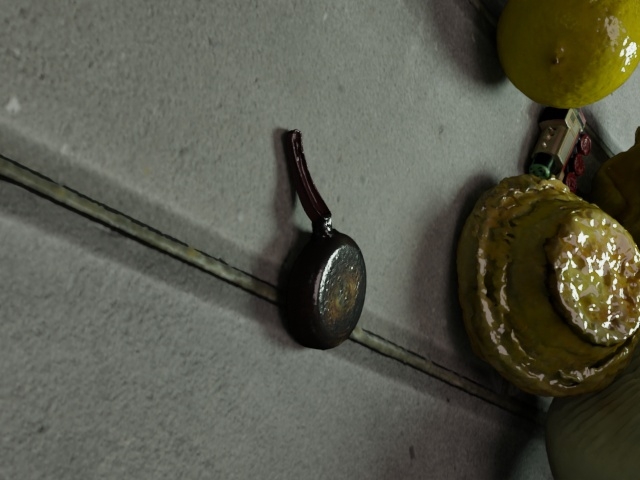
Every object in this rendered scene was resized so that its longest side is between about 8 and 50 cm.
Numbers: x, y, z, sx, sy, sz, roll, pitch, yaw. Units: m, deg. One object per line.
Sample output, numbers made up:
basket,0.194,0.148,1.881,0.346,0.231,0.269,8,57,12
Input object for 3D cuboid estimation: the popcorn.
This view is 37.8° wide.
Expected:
popcorn,0.508,-0.043,1.365,0.316,0.280,0.297,101,-5,-76

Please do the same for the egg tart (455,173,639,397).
egg tart,0.299,0.052,1.126,0.294,0.123,0.294,6,79,-31

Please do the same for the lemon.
lemon,0.308,-0.253,1.149,0.203,0.178,0.178,-42,123,-55

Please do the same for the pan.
pan,0.003,0.000,0.875,0.115,0.040,0.212,-27,112,-54

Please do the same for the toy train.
toy train,0.323,-0.120,1.274,0.087,0.050,0.138,51,54,-34

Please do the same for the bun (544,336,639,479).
bun,0.469,0.247,1.159,0.361,0.361,0.213,-47,116,-41
